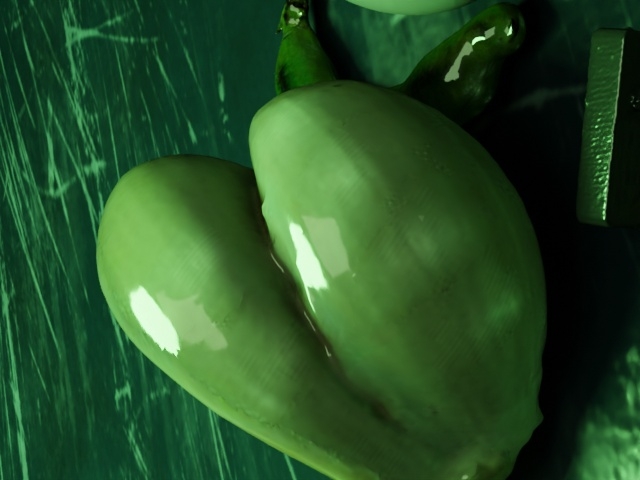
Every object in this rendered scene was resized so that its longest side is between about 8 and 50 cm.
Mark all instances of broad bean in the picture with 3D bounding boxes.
[{"bbox_3d":[0.035,-0.112,1.046,0.292,0.049,0.144,28,110,57],"label":"broad bean"}]

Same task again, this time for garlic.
[{"bbox_3d":[0.000,0.000,0.978,0.231,0.246,0.340,-55,36,11],"label":"garlic"}]

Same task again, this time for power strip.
[{"bbox_3d":[0.166,-0.062,0.841,0.029,0.038,0.111,14,102,57],"label":"power strip"}]

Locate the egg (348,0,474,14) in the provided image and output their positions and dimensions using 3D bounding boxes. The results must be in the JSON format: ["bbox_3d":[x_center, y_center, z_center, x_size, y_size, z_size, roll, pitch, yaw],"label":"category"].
[{"bbox_3d":[0.045,-0.214,0.935,0.199,0.146,0.146,45,127,47],"label":"egg"}]
